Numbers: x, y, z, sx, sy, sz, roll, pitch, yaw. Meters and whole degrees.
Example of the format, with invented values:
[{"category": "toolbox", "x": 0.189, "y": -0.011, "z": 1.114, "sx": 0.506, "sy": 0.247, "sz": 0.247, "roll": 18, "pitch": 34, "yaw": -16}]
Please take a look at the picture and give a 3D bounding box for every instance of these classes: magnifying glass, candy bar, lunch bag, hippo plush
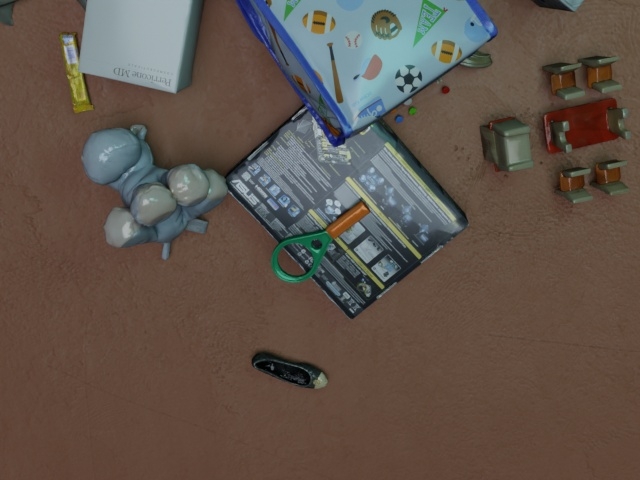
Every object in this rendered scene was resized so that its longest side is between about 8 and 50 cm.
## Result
[{"category": "magnifying glass", "x": 0.000, "y": 0.000, "z": 1.652, "sx": 0.231, "sy": 0.026, "sz": 0.092, "roll": -37, "pitch": 102, "yaw": 18}, {"category": "candy bar", "x": -0.488, "y": -0.335, "z": 1.672, "sx": 0.040, "sy": 0.018, "sz": 0.161, "roll": -8, "pitch": 106, "yaw": 1}, {"category": "lunch bag", "x": 0.054, "y": -0.411, "z": 1.469, "sx": 0.328, "sy": 0.239, "sz": 0.385, "roll": -36, "pitch": 94, "yaw": -6}, {"category": "hippo plush", "x": -0.329, "y": -0.128, "z": 1.639, "sx": 0.234, "sy": 0.294, "sz": 0.236, "roll": -34, "pitch": 79, "yaw": 9}]

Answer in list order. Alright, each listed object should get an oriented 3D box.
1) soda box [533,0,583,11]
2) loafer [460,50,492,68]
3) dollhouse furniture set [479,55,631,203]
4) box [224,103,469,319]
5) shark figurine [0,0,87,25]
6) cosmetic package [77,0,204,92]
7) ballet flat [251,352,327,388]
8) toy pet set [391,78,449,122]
[{"category": "soda box", "x": 0.404, "y": -0.464, "z": 1.452, "sx": 0.091, "sy": 0.286, "sz": 0.098, "roll": 36, "pitch": 106, "yaw": -8}, {"category": "loafer", "x": 0.260, "y": -0.366, "z": 1.608, "sx": 0.148, "sy": 0.056, "sz": 0.050, "roll": 12, "pitch": 113, "yaw": -1}, {"category": "dollhouse furniture set", "x": 0.457, "y": -0.211, "z": 1.630, "sx": 0.259, "sy": 0.135, "sz": 0.261, "roll": -12, "pitch": 106, "yaw": -5}, {"category": "box", "x": 0.050, "y": -0.083, "z": 1.683, "sx": 0.318, "sy": 0.097, "sz": 0.395, "roll": -41, "pitch": 100, "yaw": 15}, {"category": "shark figurine", "x": -0.579, "y": -0.460, "z": 1.615, "sx": 0.278, "sy": 0.166, "sz": 0.116, "roll": -6, "pitch": 133, "yaw": -13}, {"category": "cosmetic package", "x": -0.313, "y": -0.475, "z": 1.552, "sx": 0.197, "sy": 0.155, "sz": 0.365, "roll": 11, "pitch": 105, "yaw": -2}, {"category": "ballet flat", "x": -0.069, "y": 0.290, "z": 1.823, "sx": 0.173, "sy": 0.049, "sz": 0.057, "roll": 17, "pitch": 108, "yaw": -3}, {"category": "toy pet set", "x": 0.171, "y": -0.313, "z": 1.640, "sx": 0.122, "sy": 0.065, "sz": 0.114, "roll": -30, "pitch": 138, "yaw": 14}]
